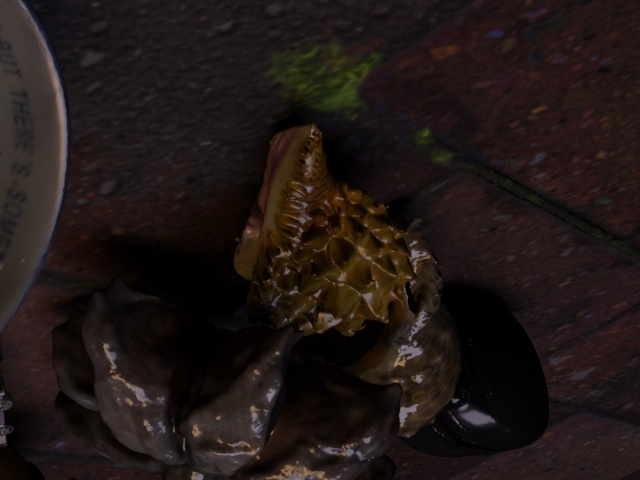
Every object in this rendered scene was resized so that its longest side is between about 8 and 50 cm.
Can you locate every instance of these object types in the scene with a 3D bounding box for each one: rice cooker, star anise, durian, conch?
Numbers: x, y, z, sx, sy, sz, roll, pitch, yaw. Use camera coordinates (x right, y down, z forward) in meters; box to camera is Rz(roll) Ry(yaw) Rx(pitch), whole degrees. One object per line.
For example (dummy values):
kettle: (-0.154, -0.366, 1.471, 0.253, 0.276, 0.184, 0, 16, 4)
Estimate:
rice cooker: (0.132, 0.130, 1.245, 0.118, 0.142, 0.203, -22, 154, 32)
star anise: (-0.057, 0.137, 0.979, 0.359, 0.139, 0.316, 1, 155, 34)
durian: (-0.010, 0.007, 0.914, 0.140, 0.078, 0.224, 18, 149, 17)
conch: (0.038, 0.071, 1.066, 0.155, 0.130, 0.207, -14, 137, -23)

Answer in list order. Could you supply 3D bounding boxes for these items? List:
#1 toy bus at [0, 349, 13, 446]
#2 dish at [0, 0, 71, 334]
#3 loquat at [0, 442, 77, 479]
toy bus: (-0.265, 0.122, 1.027, 0.058, 0.052, 0.102, -10, 151, -17)
dish: (-0.265, -0.040, 0.618, 0.273, 0.134, 0.273, -26, 132, -33)
loquat: (-0.293, 0.261, 1.111, 0.213, 0.213, 0.213, -17, 155, -8)
